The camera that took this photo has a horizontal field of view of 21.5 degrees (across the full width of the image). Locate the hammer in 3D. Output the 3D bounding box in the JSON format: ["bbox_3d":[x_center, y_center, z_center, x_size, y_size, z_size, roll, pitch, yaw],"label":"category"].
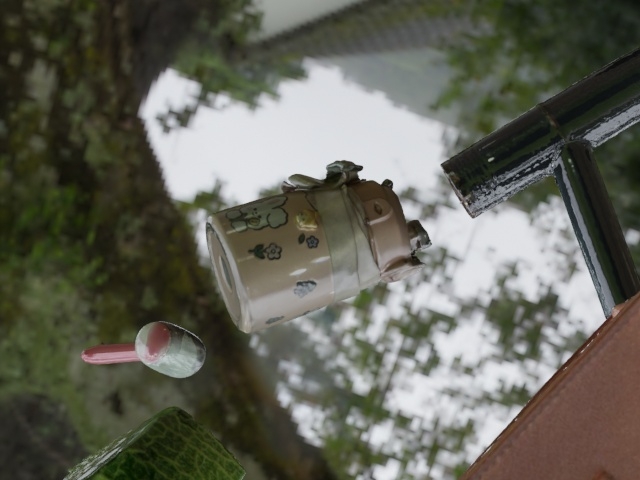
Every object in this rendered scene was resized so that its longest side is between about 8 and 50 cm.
[{"bbox_3d":[-0.118,0.072,1.082,0.083,0.031,0.052,-7,157,28],"label":"hammer"}]

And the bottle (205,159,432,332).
[{"bbox_3d":[0.000,0.001,1.211,0.152,0.099,0.099,-19,-152,-12],"label":"bottle"}]

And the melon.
[{"bbox_3d":[-0.130,0.152,0.746,0.064,0.209,0.118,52,157,-1],"label":"melon"}]

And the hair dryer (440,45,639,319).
[{"bbox_3d":[0.199,-0.017,1.108,0.195,0.173,0.050,59,-175,21],"label":"hair dryer"}]

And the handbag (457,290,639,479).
[{"bbox_3d":[0.165,0.128,0.653,0.212,0.157,0.059,44,159,5],"label":"handbag"}]
